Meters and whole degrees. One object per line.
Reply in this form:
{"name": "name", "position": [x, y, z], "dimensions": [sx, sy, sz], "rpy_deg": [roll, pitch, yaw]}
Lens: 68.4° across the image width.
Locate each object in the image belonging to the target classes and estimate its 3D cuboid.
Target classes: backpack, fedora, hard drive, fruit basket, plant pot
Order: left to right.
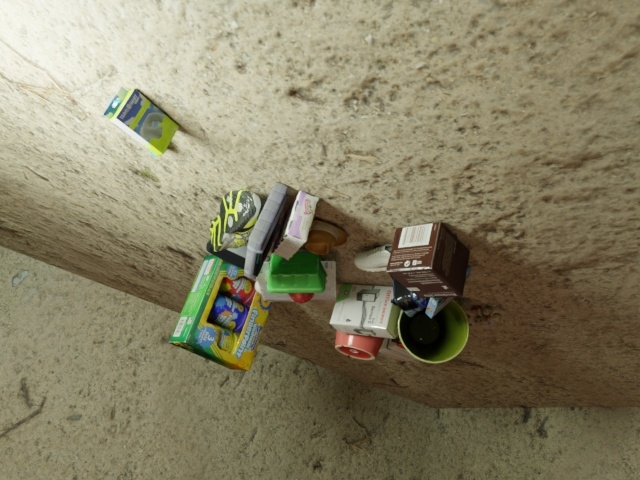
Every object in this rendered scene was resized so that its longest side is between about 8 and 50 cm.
{"name": "hard drive", "position": [-0.371, 0.059, 2.076], "dimensions": [0.255, 0.054, 0.172], "rpy_deg": [27, 153, -20]}
{"name": "fruit basket", "position": [-0.096, 0.167, 1.960], "dimensions": [0.327, 0.165, 0.353], "rpy_deg": [-1, 153, 3]}
{"name": "fedora", "position": [0.000, 0.000, 1.694], "dimensions": [0.195, 0.079, 0.194], "rpy_deg": [14, 154, 7]}
{"name": "plant pot", "position": [0.191, 0.417, 2.223], "dimensions": [0.275, 0.243, 0.275], "rpy_deg": [15, 154, 7]}
{"name": "backpack", "position": [0.349, 0.203, 1.791], "dimensions": [0.117, 0.158, 0.173], "rpy_deg": [-19, 137, 27]}
{"name": "plant pot", "position": [0.454, 0.373, 1.992], "dimensions": [0.275, 0.274, 0.293], "rpy_deg": [14, 169, 7]}

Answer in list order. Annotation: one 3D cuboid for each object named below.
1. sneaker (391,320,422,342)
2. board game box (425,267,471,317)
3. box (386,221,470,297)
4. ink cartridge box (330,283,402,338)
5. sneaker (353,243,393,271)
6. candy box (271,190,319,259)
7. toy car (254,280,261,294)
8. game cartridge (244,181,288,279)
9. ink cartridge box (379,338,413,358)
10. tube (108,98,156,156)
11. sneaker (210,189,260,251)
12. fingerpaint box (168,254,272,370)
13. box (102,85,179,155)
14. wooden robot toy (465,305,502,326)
{"name": "sneaker", "position": [0.469, 0.416, 2.210], "dimensions": [0.300, 0.121, 0.111], "rpy_deg": [7, 161, -23]}
{"name": "board game box", "position": [0.456, 0.187, 1.700], "dimensions": [0.039, 0.160, 0.211], "rpy_deg": [46, 165, 23]}
{"name": "box", "position": [0.347, 0.067, 1.507], "dimensions": [0.169, 0.166, 0.203], "rpy_deg": [-10, 144, 44]}
{"name": "ink cartridge box", "position": [0.204, 0.301, 2.032], "dimensions": [0.273, 0.198, 0.114], "rpy_deg": [-1, 148, 33]}
{"name": "sneaker", "position": [0.223, 0.054, 1.678], "dimensions": [0.235, 0.090, 0.094], "rpy_deg": [-2, 136, 28]}
{"name": "candy box", "position": [-0.085, -0.047, 1.553], "dimensions": [0.070, 0.164, 0.196], "rpy_deg": [22, 154, -12]}
{"name": "toy car", "position": [-0.221, 0.177, 2.149], "dimensions": [0.136, 0.159, 0.182], "rpy_deg": [45, 177, 41]}
{"name": "game cartridge", "position": [-0.188, -0.016, 1.605], "dimensions": [0.068, 0.230, 0.355], "rpy_deg": [19, 155, -3]}
{"name": "ink cartridge box", "position": [0.447, 0.538, 2.454], "dimensions": [0.197, 0.114, 0.273], "rpy_deg": [24, 153, -15]}
{"name": "tube", "position": [-0.532, -0.339, 1.394], "dimensions": [0.080, 0.052, 0.207], "rpy_deg": [-5, 143, 18]}
{"name": "sneaker", "position": [-0.284, -0.077, 1.701], "dimensions": [0.147, 0.145, 0.385], "rpy_deg": [-5, 164, -30]}
{"name": "fingerpaint box", "position": [-0.444, 0.343, 2.241], "dimensions": [0.163, 0.444, 0.371], "rpy_deg": [-12, 141, 45]}
{"name": "box", "position": [-0.491, -0.331, 1.303], "dimensions": [0.043, 0.108, 0.178], "rpy_deg": [-2, 149, 42]}
{"name": "wooden robot toy", "position": [0.670, 0.302, 1.925], "dimensions": [0.079, 0.076, 0.173], "rpy_deg": [-9, 173, -37]}
